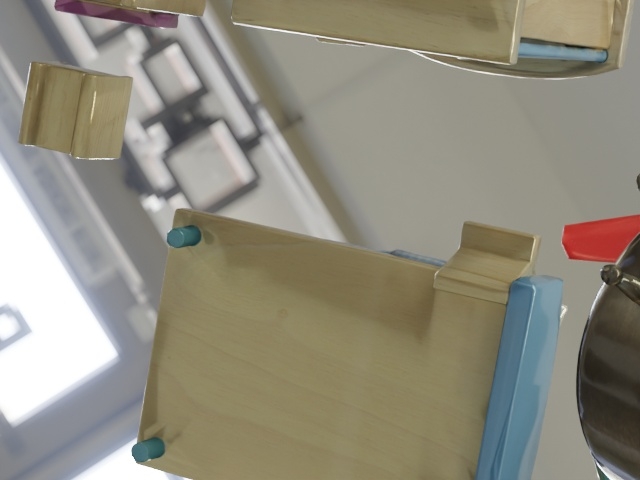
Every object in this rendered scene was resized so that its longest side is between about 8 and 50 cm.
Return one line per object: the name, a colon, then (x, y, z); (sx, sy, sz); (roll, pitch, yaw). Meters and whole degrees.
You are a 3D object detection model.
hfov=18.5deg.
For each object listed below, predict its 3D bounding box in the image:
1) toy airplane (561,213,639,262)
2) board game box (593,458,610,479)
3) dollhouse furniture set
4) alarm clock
toy airplane: (0.214, 0.019, 1.137); (0.151, 0.151, 0.028); (52, -15, 20)
board game box: (0.212, 0.152, 0.907); (0.186, 0.026, 0.126); (13, -51, 49)
dollhouse furniture set: (0.000, 0.000, 0.994); (0.286, 0.303, 0.198); (11, 7, 22)
alarm clock: (0.161, 0.060, 0.745); (0.064, 0.129, 0.192); (24, -40, 54)
